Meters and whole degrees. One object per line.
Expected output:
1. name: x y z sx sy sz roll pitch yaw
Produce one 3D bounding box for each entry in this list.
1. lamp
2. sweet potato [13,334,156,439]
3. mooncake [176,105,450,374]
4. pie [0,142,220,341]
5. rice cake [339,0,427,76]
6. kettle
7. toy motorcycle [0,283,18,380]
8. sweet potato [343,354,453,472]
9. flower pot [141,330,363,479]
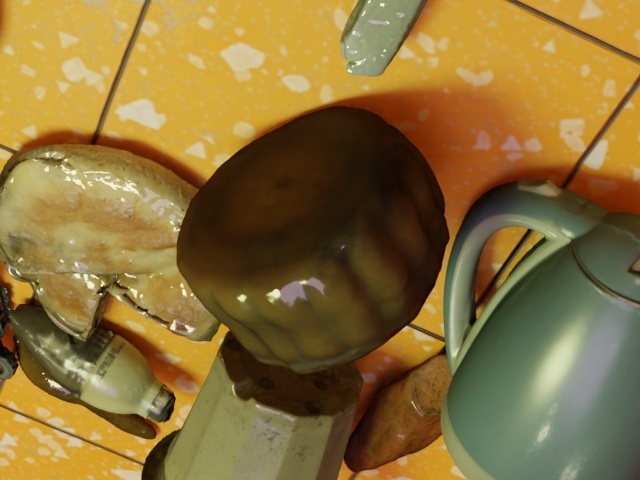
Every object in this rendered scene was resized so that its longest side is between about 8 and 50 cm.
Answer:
1. lamp: -0.300 0.162 2.098 0.250 0.101 0.101 30 135 0
2. sweet potato: -0.317 0.208 2.177 0.249 0.059 0.069 34 153 -21
3. mooncake: 0.000 0.000 1.714 0.290 0.290 0.161 -15 131 29
4. pie: -0.256 0.003 1.945 0.337 0.075 0.337 10 131 12
5. rice cake: 0.079 -0.254 1.593 0.063 0.069 0.206 26 133 -5
6. kettle: 0.269 0.097 1.781 0.319 0.247 0.342 35 131 20
7. toy motorcycle: -0.475 0.101 2.098 0.130 0.094 0.229 9 141 14
8. sweet potato: 0.100 0.233 2.041 0.097 0.097 0.252 32 132 -14
9. flower pot: -0.065 0.252 2.016 0.290 0.290 0.259 19 122 -1
